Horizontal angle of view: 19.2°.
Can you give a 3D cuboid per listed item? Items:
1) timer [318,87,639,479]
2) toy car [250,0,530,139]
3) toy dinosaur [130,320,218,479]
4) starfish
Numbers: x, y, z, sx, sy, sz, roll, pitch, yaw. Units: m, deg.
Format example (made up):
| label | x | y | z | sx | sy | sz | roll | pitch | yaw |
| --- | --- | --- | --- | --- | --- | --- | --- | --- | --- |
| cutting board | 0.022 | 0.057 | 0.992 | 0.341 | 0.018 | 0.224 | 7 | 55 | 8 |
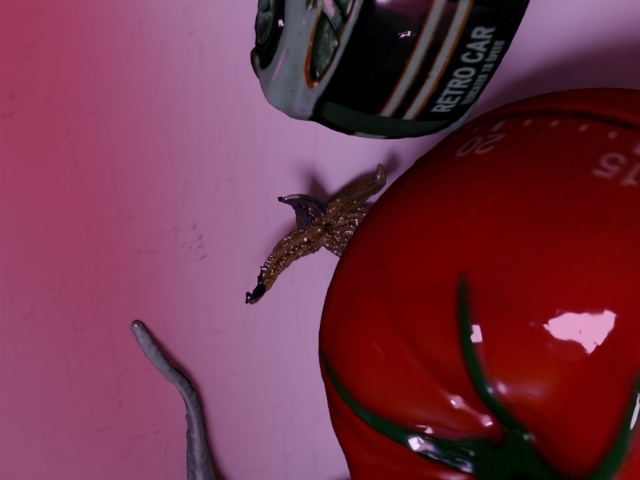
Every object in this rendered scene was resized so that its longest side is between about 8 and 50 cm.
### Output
| label | x | y | z | sx | sy | sz | roll | pitch | yaw |
| --- | --- | --- | --- | --- | --- | --- | --- | --- | --- |
| timer | 0.185 | 0.090 | 1.170 | 0.378 | 0.279 | 0.378 | 24 | 135 | 27 |
| toy car | 0.059 | -0.158 | 1.047 | 0.136 | 0.125 | 0.306 | 7 | 139 | -17 |
| toy dinosaur | -0.087 | 0.226 | 1.465 | 0.076 | 0.129 | 0.383 | -9 | 139 | -8 |
| starfish | -0.003 | -0.005 | 1.272 | 0.130 | 0.041 | 0.133 | -32 | 137 | 8 |
